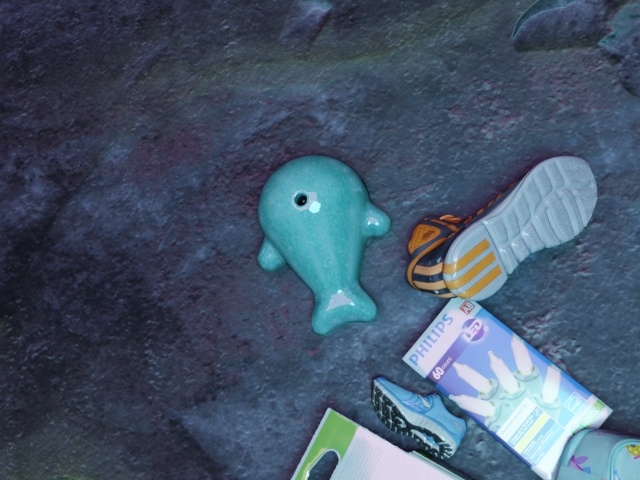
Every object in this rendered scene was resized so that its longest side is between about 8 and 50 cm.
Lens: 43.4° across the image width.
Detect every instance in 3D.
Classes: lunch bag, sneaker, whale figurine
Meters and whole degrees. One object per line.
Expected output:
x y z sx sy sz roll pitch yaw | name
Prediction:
0.392 0.388 1.008 0.224 0.108 0.279 16 84 -25 | lunch bag
0.142 0.248 1.170 0.162 0.063 0.073 33 48 29 | sneaker
0.000 0.000 1.205 0.216 0.141 0.272 -16 76 10 | whale figurine
0.244 -0.027 1.161 0.321 0.180 0.125 -29 104 -26 | sneaker

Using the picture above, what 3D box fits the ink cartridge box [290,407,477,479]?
0.090 0.375 1.131 0.255 0.097 0.189 26 86 18 | ink cartridge box

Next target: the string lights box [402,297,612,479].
0.259 0.203 1.134 0.259 0.077 0.133 39 91 18 | string lights box
